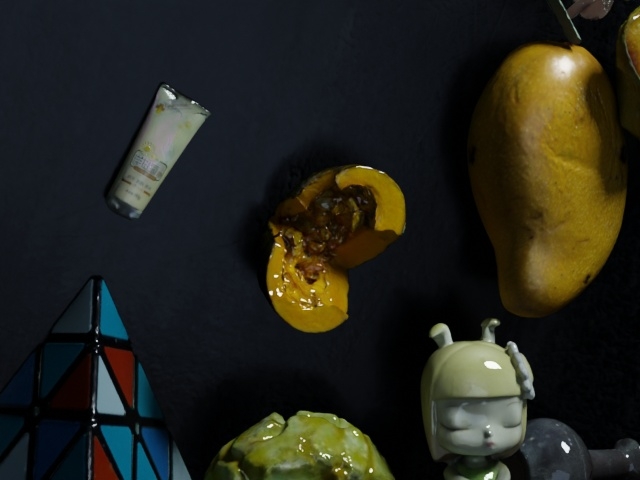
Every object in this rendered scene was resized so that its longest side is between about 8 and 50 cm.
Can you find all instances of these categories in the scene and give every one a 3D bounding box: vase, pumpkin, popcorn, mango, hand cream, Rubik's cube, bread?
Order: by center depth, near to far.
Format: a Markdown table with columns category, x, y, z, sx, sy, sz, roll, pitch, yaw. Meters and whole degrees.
| category | x | y | z | sx | sy | sz | roll | pitch | yaw |
| --- | --- | --- | --- | --- | --- | --- | --- | --- | --- |
| hand cream | -0.172 | -0.087 | 1.416 | 0.061 | 0.039 | 0.143 | 30 | 90 | -14 |
| Rubik's cube | -0.198 | 0.240 | 1.423 | 0.234 | 0.250 | 0.284 | 38 | 87 | -36 |
| pumpkin | 0.000 | 0.000 | 1.434 | 0.119 | 0.108 | 0.183 | 40 | 84 | -24 |
| bread | 0.386 | -0.195 | 1.455 | 0.233 | 0.088 | 0.160 | -28 | 101 | -40 |
| popcorn | -0.020 | 0.281 | 1.458 | 0.221 | 0.183 | 0.204 | 21 | 110 | -29 |
| mango | 0.242 | -0.069 | 1.467 | 0.177 | 0.120 | 0.294 | -5 | 105 | -19 |
| vase | 0.291 | 0.260 | 1.562 | 0.183 | 0.120 | 0.120 | 0 | 103 | -30 |

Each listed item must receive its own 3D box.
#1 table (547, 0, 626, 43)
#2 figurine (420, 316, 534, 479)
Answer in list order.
| category | x | y | z | sx | sy | sz | roll | pitch | yaw |
| --- | --- | --- | --- | --- | --- | --- | --- | --- | --- |
| table | 0.266 | -0.315 | 1.423 | 0.146 | 0.062 | 0.175 | -39 | 111 | -18 |
| figurine | 0.160 | 0.281 | 1.460 | 0.227 | 0.274 | 0.394 | -3 | 86 | -11 |
